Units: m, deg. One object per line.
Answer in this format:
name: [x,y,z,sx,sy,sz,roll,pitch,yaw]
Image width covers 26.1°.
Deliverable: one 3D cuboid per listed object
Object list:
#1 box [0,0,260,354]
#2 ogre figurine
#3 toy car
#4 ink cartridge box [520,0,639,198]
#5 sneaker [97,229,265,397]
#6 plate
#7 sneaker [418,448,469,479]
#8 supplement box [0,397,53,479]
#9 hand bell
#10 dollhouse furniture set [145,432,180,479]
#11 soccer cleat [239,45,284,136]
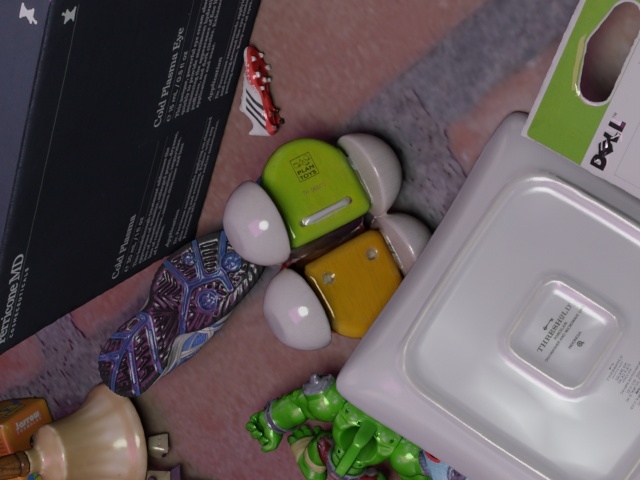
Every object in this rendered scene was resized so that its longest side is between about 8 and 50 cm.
box: [-0.223,-0.123,1.162,0.179,0.312,0.343,29,121,17]
ogre figurine: [0.035,0.195,1.277,0.197,0.097,0.118,47,138,19]
toy car: [0.000,0.000,1.203,0.182,0.159,0.136,65,161,-7]
ink cartridge box: [0.303,-0.105,0.995,0.255,0.097,0.189,31,122,18]
sneaker: [-0.129,0.061,1.332,0.211,0.081,0.080,-42,84,18]
plate: [0.191,0.074,1.078,0.278,0.045,0.277,33,88,15]
sneaker: [0.145,0.174,1.173,0.125,0.104,0.262,-2,111,5]
supplement box: [-0.316,0.295,1.533,0.080,0.078,0.233,-12,104,33]
hand bell: [-0.308,0.227,1.381,0.126,0.242,0.126,15,110,49]
dollhouse furniture set: [-0.149,0.270,1.467,0.081,0.091,0.114,4,146,-13]
soccer cleat: [-0.060,-0.132,1.237,0.035,0.029,0.083,-7,110,28]
